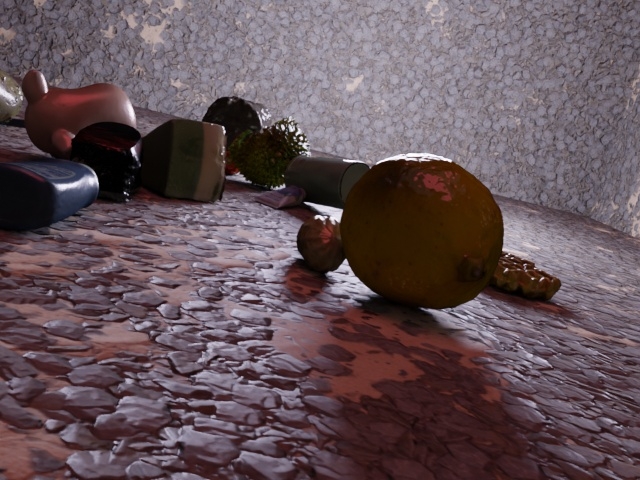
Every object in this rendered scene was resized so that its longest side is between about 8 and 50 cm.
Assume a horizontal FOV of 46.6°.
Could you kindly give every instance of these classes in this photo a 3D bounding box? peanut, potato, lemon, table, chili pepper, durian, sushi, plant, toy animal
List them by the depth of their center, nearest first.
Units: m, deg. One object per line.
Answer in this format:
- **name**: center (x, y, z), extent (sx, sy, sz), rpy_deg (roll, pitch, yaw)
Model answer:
- **lemon**: center (0.165, -0.013, 1.192), extent (0.253, 0.253, 0.310), rpy_deg (8, 14, -30)
- **peanut**: center (0.000, 0.000, 1.322), extent (0.083, 0.093, 0.194), rpy_deg (-1, 15, -6)
- **sushi**: center (-0.424, -0.156, 1.488), extent (0.136, 0.126, 0.225), rpy_deg (14, 17, -9)
- **toy animal**: center (-0.544, -0.265, 1.666), extent (0.256, 0.195, 0.213), rpy_deg (-28, -4, -46)
- **table**: center (0.021, -0.149, 1.912), extent (0.126, 0.126, 0.220), rpy_deg (4, 6, -42)
- **potato**: center (-0.897, -0.387, 1.944), extent (0.165, 0.165, 0.262), rpy_deg (18, 9, 19)
- **durian**: center (-0.132, -0.239, 2.059), extent (0.237, 0.200, 0.176), rpy_deg (-15, 55, -45)
- **chili pepper**: center (-0.261, -0.228, 2.171), extent (0.070, 0.073, 0.123), rpy_deg (-27, 4, 9)
- **plant**: center (-0.273, -0.377, 2.517), extent (0.215, 0.213, 0.312), rpy_deg (13, 11, 7)

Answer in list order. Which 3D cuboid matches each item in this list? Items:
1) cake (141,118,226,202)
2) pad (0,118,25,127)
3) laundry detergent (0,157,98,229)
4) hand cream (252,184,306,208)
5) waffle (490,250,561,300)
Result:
- **cake**: center (-0.349, -0.207, 1.703), extent (0.158, 0.172, 0.284), rpy_deg (6, 12, -44)
- **pad**: center (-0.865, -0.334, 2.093), extent (0.112, 0.003, 0.157), rpy_deg (4, 15, -41)
- **laundry detergent**: center (-0.439, -0.081, 1.185), extent (0.143, 0.094, 0.290), rpy_deg (9, 8, 3)
- **hand cream**: center (-0.092, -0.107, 1.852), extent (0.084, 0.053, 0.142), rpy_deg (22, 24, 35)
- **waffle**: center (0.393, 0.061, 1.604), extent (0.249, 0.056, 0.253), rpy_deg (18, 11, 17)
